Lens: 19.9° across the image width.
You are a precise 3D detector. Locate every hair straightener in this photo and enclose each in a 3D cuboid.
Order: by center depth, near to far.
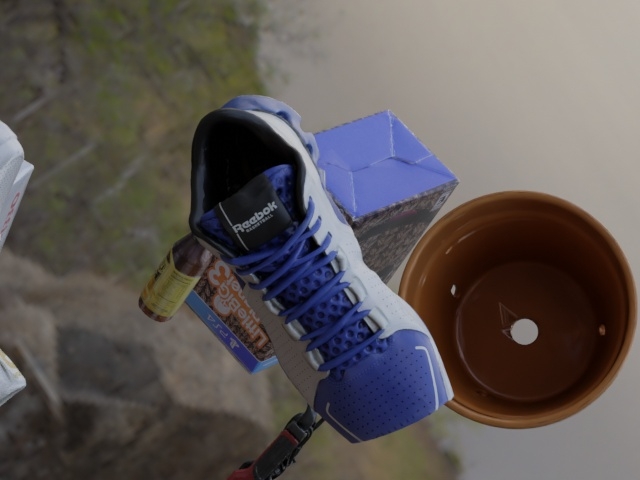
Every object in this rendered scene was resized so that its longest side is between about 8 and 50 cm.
[{"bbox_3d":[-0.055,0.229,1.951,0.047,0.230,0.089,40,27,9],"label":"hair straightener"}]

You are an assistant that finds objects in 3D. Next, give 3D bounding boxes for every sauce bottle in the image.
[{"bbox_3d":[-0.132,0.023,1.775,0.042,0.128,0.042,28,28,-16],"label":"sauce bottle"}]

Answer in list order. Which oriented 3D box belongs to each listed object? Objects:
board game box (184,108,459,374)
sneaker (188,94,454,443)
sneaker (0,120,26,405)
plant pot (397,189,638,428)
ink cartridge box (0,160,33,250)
[{"bbox_3d":[0.000,0.000,2.330,0.141,0.291,0.232,47,38,18],"label":"board game box"},{"bbox_3d":[-0.026,0.021,1.459,0.315,0.127,0.182,61,10,7],"label":"sneaker"},{"bbox_3d":[-0.302,0.055,1.560,0.169,0.292,0.108,35,3,7],"label":"sneaker"},{"bbox_3d":[0.251,0.099,2.282,0.290,0.291,0.203,61,3,14],"label":"plant pot"},{"bbox_3d":[-0.452,0.031,1.938,0.129,0.223,0.307,29,29,4],"label":"ink cartridge box"}]
